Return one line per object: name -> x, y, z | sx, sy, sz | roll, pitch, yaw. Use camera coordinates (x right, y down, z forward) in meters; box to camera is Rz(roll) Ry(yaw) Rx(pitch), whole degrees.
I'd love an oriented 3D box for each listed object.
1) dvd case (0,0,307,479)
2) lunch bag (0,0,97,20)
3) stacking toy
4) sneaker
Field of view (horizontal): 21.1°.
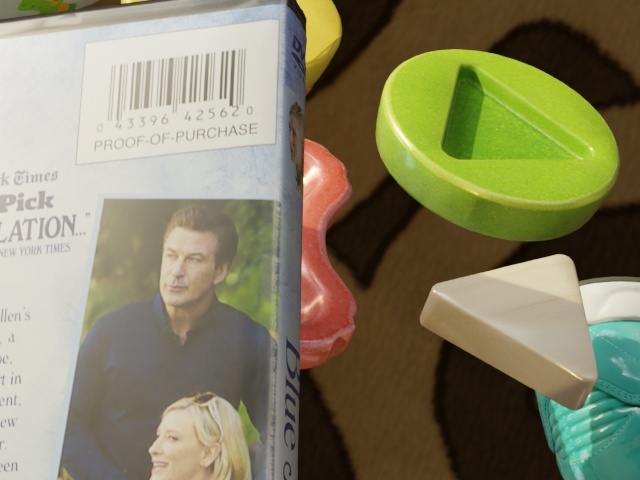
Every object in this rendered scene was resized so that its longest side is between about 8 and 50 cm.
dvd case -> -0.093, 0.063, 0.396 | 0.180, 0.022, 0.253 | -5, 67, 15
lunch bag -> -0.168, -0.118, 0.647 | 0.219, 0.176, 0.090 | -22, 83, 11
stacking toy -> 0.000, 0.000, 0.887 | 0.279, 0.309, 0.130 | 17, 129, -3
sneaker -> 0.243, 0.131, 0.901 | 0.295, 0.178, 0.124 | 12, 147, -26
